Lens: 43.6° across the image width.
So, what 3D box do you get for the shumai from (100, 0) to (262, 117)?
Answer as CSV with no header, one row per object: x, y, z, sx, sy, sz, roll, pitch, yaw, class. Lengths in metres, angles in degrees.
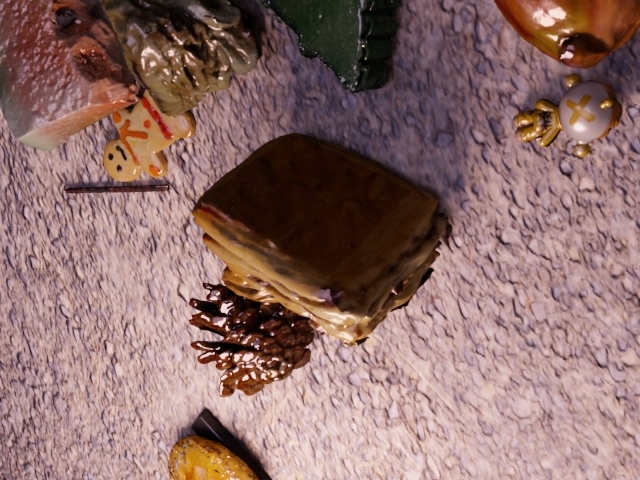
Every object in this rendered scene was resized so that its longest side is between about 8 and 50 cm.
-0.208,-0.324,1.248,0.218,0.256,0.189,-19,76,2,shumai

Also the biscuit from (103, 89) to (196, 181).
-0.320,-0.187,1.445,0.234,0.030,0.153,-35,83,34,biscuit

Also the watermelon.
-0.497,-0.316,1.428,0.302,0.151,0.264,-16,89,35,watermelon

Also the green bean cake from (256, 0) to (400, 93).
0.007,-0.325,1.153,0.208,0.107,0.193,18,116,28,green bean cake

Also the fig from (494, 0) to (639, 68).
0.287,-0.337,0.917,0.224,0.224,0.263,-1,116,32,fig

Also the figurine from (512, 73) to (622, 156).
0.317,-0.165,1.036,0.143,0.068,0.101,23,109,43,figurine

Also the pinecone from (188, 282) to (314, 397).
-0.109,0.133,1.309,0.201,0.202,0.229,43,107,14,pinecone

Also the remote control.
-0.156,0.429,1.530,0.245,0.025,0.063,44,127,14,remote control

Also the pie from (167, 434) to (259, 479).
-0.212,0.491,1.540,0.274,0.069,0.273,11,108,36,pie

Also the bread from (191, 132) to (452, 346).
0.000,0.000,1.182,0.325,0.277,0.167,30,141,22,bread

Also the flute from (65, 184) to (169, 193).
-0.390,-0.097,1.524,0.270,0.014,0.014,1,105,32,flute
